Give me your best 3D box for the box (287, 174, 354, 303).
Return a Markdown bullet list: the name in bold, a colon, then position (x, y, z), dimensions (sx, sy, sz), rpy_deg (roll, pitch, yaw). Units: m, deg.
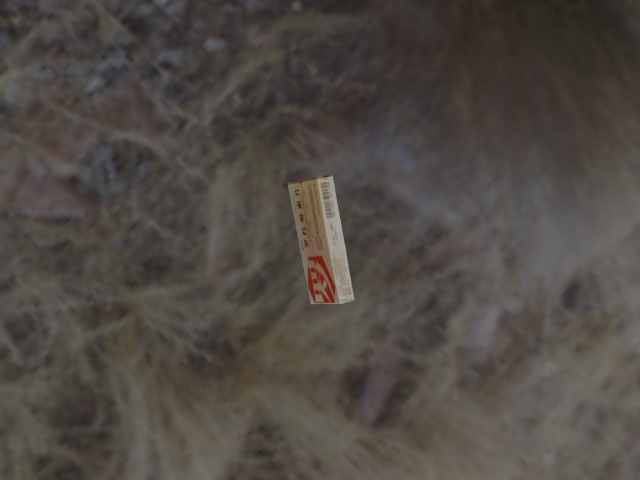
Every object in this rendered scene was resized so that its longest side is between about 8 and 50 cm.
- **box**: position (0.000, 0.000, 1.202), dimensions (0.015, 0.093, 0.058), rpy_deg (-11, -178, -22)
